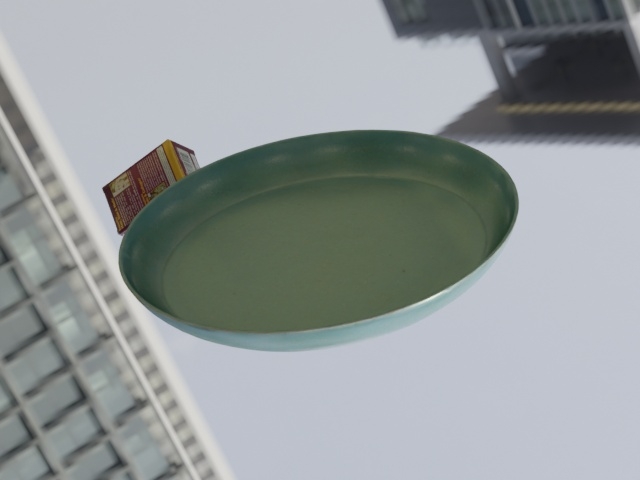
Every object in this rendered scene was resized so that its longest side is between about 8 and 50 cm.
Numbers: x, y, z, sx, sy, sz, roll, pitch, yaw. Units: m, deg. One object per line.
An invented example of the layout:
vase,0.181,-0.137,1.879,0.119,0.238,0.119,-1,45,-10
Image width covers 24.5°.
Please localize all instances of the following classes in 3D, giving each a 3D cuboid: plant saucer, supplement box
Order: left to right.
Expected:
supplement box,-0.147,-0.043,1.328,0.083,0.043,0.055,-33,-117,20
plant saucer,0.000,0.000,1.169,0.318,0.043,0.317,-8,-150,4
